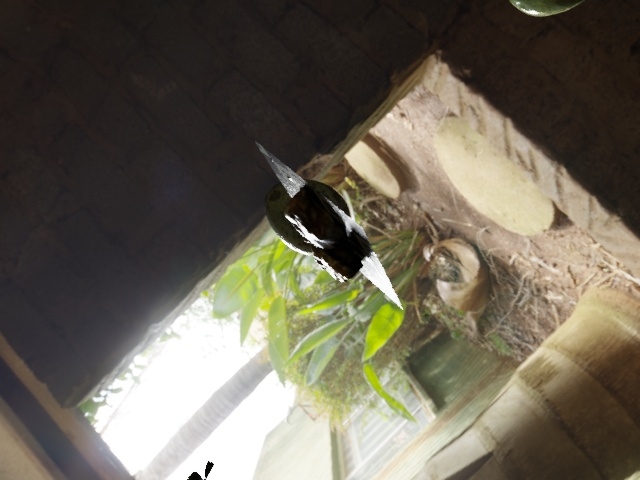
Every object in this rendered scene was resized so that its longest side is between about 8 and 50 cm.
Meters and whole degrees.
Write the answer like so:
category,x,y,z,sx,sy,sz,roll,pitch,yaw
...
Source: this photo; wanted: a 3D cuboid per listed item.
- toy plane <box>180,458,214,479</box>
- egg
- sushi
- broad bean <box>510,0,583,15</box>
category,x,y,z,sx,sy,sz,roll,pitch,yaw
toy plane,-0.333,0.665,1.078,0.053,0.197,0.078,25,-165,28
egg,-0.025,-0.046,0.754,0.172,0.132,0.132,28,174,14
sushi,0.000,0.000,0.486,0.193,0.040,0.210,42,173,32
broad bean,0.430,-0.530,0.798,0.100,0.169,0.228,6,-145,-36
